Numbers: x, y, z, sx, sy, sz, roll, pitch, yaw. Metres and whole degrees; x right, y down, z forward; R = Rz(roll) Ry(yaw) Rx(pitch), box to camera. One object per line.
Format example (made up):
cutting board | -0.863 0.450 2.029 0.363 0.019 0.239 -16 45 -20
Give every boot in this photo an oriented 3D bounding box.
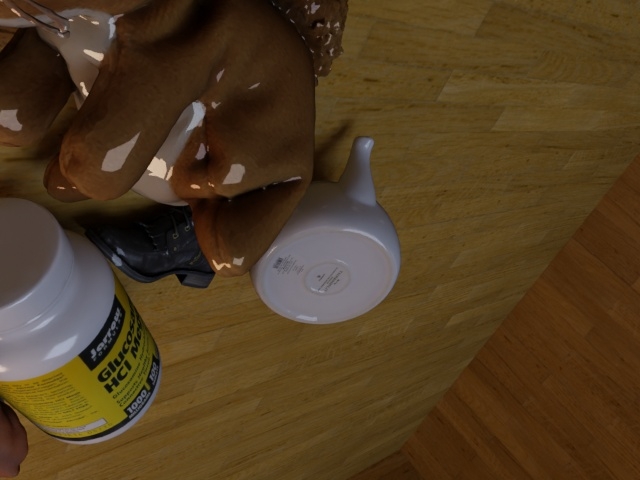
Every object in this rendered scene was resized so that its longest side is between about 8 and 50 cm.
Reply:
boot | -0.165 -0.053 0.907 0.229 0.091 0.263 -53 154 9

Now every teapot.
teapot | 0.000 0.000 1.082 0.256 0.187 0.252 -17 132 8

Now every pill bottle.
pill bottle | -0.317 0.104 0.805 0.188 0.188 0.334 -33 151 -17

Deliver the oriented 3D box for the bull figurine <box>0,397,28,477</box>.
bull figurine | -0.432 0.178 0.762 0.101 0.188 0.310 -32 151 -19

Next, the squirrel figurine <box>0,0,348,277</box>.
squirrel figurine | -0.131 -0.224 0.575 0.397 0.281 0.370 -49 144 -17
